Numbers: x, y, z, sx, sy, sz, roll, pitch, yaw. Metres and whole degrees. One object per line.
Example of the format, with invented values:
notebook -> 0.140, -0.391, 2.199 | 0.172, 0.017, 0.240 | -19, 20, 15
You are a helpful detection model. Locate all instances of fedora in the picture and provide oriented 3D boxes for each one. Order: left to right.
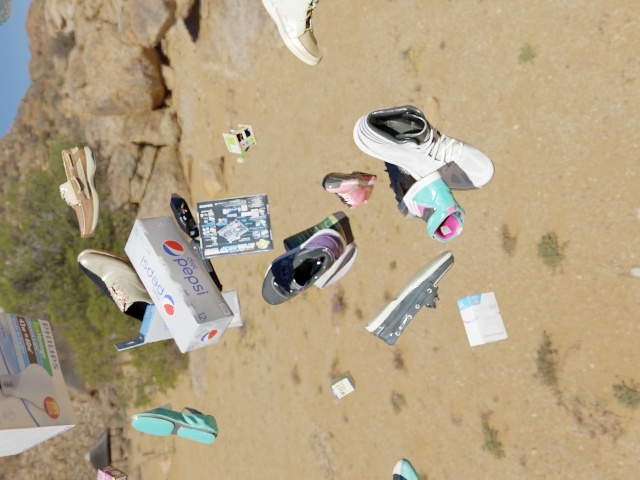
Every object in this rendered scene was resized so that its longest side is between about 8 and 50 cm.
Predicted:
fedora -> 0.026, 0.069, 2.067 | 0.124, 0.275, 0.243 | 43, 174, 20

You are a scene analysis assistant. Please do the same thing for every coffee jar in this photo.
coffee jar -> 0.000, 0.000, 1.596 | 0.079, 0.184, 0.096 | 50, 165, 45

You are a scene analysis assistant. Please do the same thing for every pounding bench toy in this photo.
pounding bench toy -> -0.196, -0.247, 1.537 | 0.052, 0.065, 0.083 | 17, 135, 44

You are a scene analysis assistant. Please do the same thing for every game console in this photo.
game console -> -0.427, 0.012, 2.079 | 0.213, 0.044, 0.361 | 27, 140, 65

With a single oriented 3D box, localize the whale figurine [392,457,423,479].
whale figurine -> 0.171, 0.584, 1.204 | 0.216, 0.141, 0.272 | 57, -135, -38

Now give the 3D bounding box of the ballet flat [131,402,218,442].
ballet flat -> -0.409, 0.509, 1.713 | 0.087, 0.247, 0.083 | -98, 31, -53

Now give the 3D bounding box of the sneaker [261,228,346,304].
sneaker -> -0.066, 0.083, 1.468 | 0.283, 0.107, 0.124 | -42, 7, 33

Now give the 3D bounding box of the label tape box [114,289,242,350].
label tape box -> -0.414, 0.220, 1.716 | 0.241, 0.334, 0.105 | 164, 97, -68

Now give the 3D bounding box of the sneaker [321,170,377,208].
sneaker -> 0.115, -0.181, 2.257 | 0.116, 0.314, 0.136 | 16, 106, 32

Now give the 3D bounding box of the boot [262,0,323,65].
boot -> -0.027, -0.531, 1.398 | 0.165, 0.077, 0.213 | -28, 97, 43

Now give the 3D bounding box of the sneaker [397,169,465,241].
sneaker -> 0.330, -0.074, 1.766 | 0.178, 0.124, 0.295 | 60, 170, 11

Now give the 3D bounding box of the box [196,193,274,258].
box -> -0.259, -0.042, 1.843 | 0.051, 0.220, 0.175 | 126, 136, -85

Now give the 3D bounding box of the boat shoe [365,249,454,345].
boat shoe -> 0.289, 0.174, 1.784 | 0.113, 0.340, 0.127 | 47, 169, -1

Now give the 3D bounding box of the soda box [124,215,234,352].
soda box -> -0.296, 0.084, 1.248 | 0.286, 0.091, 0.098 | 52, 130, 25

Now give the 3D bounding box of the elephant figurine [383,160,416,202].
elephant figurine -> 0.309, -0.219, 2.222 | 0.186, 0.239, 0.169 | 6, 76, 31

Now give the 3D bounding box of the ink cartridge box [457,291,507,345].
ink cartridge box -> 0.410, 0.200, 1.533 | 0.052, 0.089, 0.122 | -42, 58, 57

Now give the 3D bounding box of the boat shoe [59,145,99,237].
boat shoe -> -0.832, -0.168, 2.078 | 0.122, 0.120, 0.324 | -31, 64, 57

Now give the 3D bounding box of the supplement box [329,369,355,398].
supplement box -> 0.086, 0.550, 2.309 | 0.056, 0.083, 0.083 | 57, -173, -4

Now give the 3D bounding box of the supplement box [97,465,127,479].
supplement box -> -0.667, 0.761, 1.938 | 0.083, 0.055, 0.043 | 9, 92, 34

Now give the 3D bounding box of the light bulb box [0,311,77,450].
light bulb box -> -0.922, 0.407, 1.703 | 0.357, 0.225, 0.361 | 65, -175, 17

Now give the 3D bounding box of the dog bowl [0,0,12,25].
dog bowl -> -0.771, -0.476, 1.252 | 0.297, 0.166, 0.074 | -57, -7, -39

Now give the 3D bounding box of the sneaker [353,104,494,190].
sneaker -> 0.317, -0.259, 1.752 | 0.257, 0.448, 0.169 | -137, 66, -86

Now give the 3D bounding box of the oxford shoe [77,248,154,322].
oxford shoe -> -0.625, 0.154, 1.932 | 0.123, 0.348, 0.130 | -48, 18, 18
